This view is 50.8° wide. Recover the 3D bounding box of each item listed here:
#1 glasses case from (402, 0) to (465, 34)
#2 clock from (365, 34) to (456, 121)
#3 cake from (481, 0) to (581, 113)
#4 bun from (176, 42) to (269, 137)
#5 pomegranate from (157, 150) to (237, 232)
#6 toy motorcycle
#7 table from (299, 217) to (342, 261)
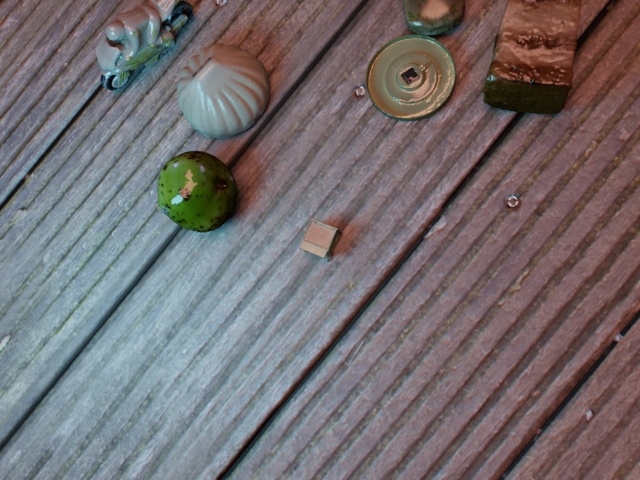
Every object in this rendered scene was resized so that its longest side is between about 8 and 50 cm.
[{"bbox_3d":[0.278,-0.740,1.764,0.157,0.098,0.425,-8,77,13],"label":"glasses case"},{"bbox_3d":[0.233,-0.424,1.750,0.235,0.029,0.235,-2,79,12],"label":"clock"},{"bbox_3d":[0.509,-0.467,1.609,0.199,0.196,0.293,10,83,16],"label":"cake"},{"bbox_3d":[-0.276,-0.418,1.792,0.263,0.175,0.263,-2,78,11],"label":"bun"},{"bbox_3d":[-0.337,-0.118,1.752,0.248,0.214,0.214,-15,74,45],"label":"pomegranate"},{"bbox_3d":[-0.497,-0.558,1.845,0.341,0.223,0.108,-42,77,0],"label":"toy motorcycle"},{"bbox_3d":[0.000,0.000,1.705,0.079,0.062,0.083,22,85,15],"label":"table"}]
